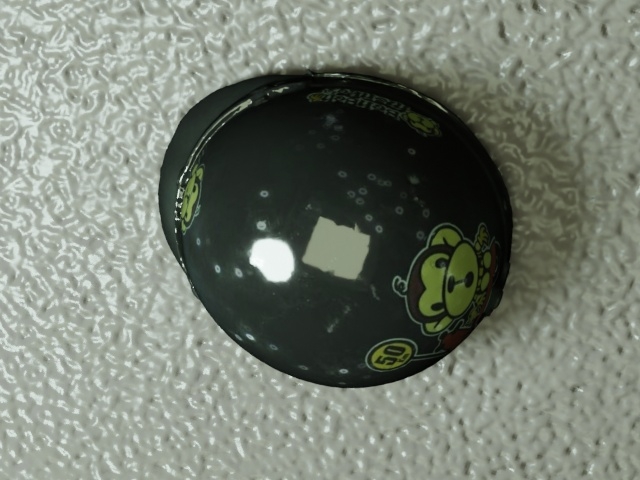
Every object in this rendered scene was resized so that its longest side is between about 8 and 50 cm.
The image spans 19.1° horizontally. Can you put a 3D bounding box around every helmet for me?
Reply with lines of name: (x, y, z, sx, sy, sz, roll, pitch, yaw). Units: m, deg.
helmet: (0.000, 0.000, 1.389, 0.279, 0.160, 0.230, 19, 110, 3)
